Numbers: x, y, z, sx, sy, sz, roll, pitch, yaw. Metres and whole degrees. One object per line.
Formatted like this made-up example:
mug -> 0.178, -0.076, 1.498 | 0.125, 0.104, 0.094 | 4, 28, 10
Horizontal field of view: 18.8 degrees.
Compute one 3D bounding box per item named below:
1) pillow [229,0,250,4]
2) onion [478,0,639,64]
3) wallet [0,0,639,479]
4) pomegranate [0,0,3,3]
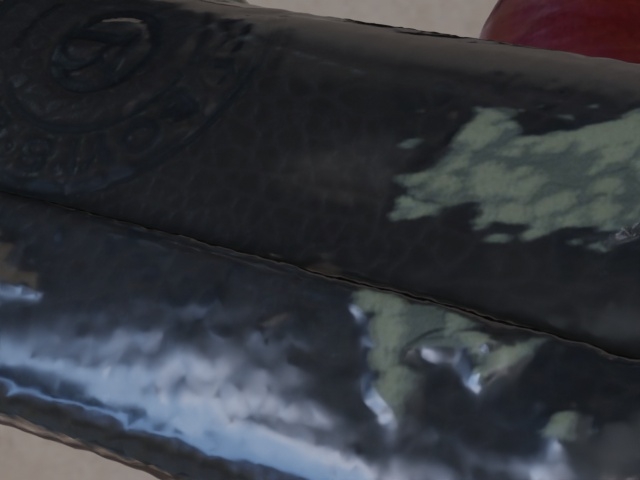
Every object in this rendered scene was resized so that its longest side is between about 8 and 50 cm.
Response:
pillow -> -0.111, -0.184, 1.325 | 0.241, 0.093, 0.051 | 37, 95, -6
onion -> 0.228, -0.009, 0.905 | 0.347, 0.348, 0.285 | 61, 167, 19
wallet -> 0.000, 0.000, 0.584 | 0.321, 0.170, 0.044 | 13, 151, 30
pomegranate -> -0.121, -0.160, 0.895 | 0.159, 0.129, 0.129 | -51, 62, 34
